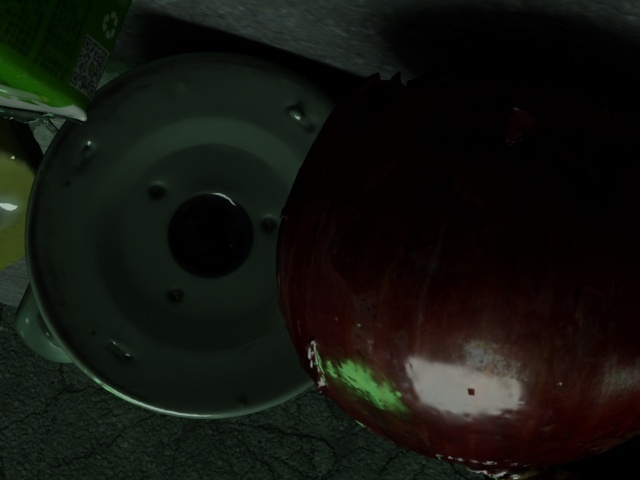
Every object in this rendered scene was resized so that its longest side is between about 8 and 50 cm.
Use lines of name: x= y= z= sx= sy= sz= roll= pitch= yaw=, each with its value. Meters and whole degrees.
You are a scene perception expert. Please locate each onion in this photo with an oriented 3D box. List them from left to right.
onion: x=0.105 y=0.019 z=0.978 sx=0.276 sy=0.276 sz=0.276 roll=16 pitch=170 yaw=3

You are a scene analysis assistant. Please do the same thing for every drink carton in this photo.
drink carton: x=-0.236 y=-0.164 z=0.937 sx=0.161 sy=0.108 sz=0.271 roll=11 pitch=169 yaw=30

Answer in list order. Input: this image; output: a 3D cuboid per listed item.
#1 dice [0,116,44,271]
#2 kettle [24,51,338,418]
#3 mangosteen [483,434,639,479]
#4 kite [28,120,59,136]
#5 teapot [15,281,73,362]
dice: x=-0.310 y=-0.064 z=1.248 sx=0.166 sy=0.169 sz=0.169 roll=61 pitch=177 yaw=29
kettle: x=-0.050 y=-0.003 z=1.260 sx=0.319 sy=0.247 sz=0.342 roll=-10 pitch=178 yaw=-4
mangosteen: x=0.271 y=0.115 z=1.231 sx=0.297 sy=0.313 sz=0.297 roll=29 pitch=-157 yaw=-14
kite: x=-0.230 y=-0.102 z=1.381 sx=0.152 sy=0.005 sz=0.137 roll=42 pitch=138 yaw=-5
teapot: x=-0.272 y=0.053 z=1.922 sx=0.129 sy=0.193 sz=0.294 roll=25 pitch=-154 yaw=-8
